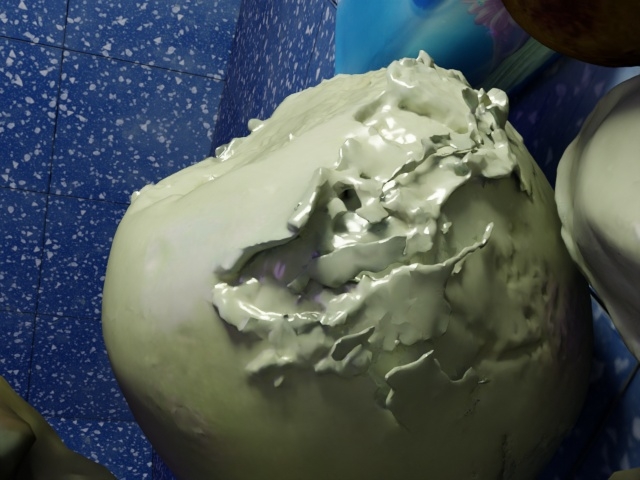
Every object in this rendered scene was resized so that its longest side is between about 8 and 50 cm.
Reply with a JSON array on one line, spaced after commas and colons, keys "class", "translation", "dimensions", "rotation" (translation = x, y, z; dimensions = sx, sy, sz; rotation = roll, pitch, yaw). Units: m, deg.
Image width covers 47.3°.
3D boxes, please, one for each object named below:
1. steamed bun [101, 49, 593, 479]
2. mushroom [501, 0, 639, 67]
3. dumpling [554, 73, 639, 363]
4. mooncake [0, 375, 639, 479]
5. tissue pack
[{"class": "steamed bun", "translation": [0.053, 0.048, 0.482], "dimensions": [0.233, 0.312, 0.334], "rotation": [-4, 36, 50]}, {"class": "mushroom", "translation": [0.182, -0.195, 0.340], "dimensions": [0.253, 0.153, 0.253], "rotation": [-50, 15, 18]}, {"class": "dumpling", "translation": [0.193, -0.003, 0.317], "dimensions": [0.250, 0.132, 0.162], "rotation": [23, 96, 57]}, {"class": "mooncake", "translation": [0.017, 0.177, 0.244], "dimensions": [0.394, 0.393, 0.246], "rotation": [-39, 12, 11]}, {"class": "tissue pack", "translation": [0.115, -0.222, 0.626], "dimensions": [0.263, 0.146, 0.198], "rotation": [140, 134, -65]}]
